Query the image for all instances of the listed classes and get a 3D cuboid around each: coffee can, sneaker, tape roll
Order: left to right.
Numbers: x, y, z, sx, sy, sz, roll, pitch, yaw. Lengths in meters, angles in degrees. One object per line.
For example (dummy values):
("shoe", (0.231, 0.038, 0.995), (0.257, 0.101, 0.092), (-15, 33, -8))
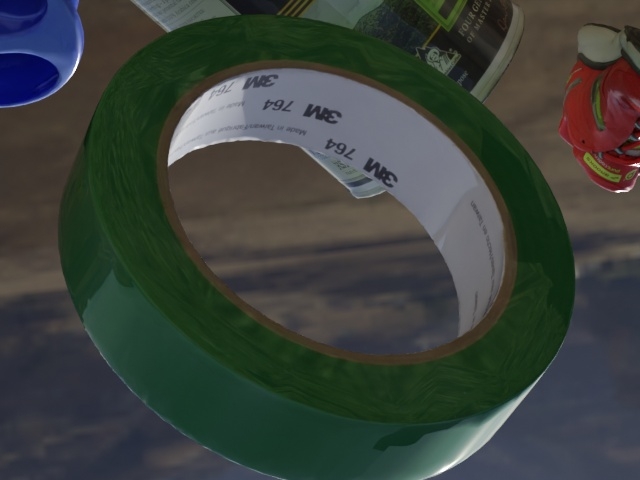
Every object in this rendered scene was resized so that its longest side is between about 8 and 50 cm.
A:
("coffee can", (-0.009, -0.195, 1.504), (0.275, 0.201, 0.201), (40, 155, -17))
("tape roll", (0.000, 0.000, 1.223), (0.321, 0.321, 0.077), (-3, 145, -30))
("sneaker", (0.243, -0.091, 1.466), (0.107, 0.118, 0.279), (21, -175, -6))

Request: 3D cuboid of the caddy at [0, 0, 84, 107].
("caddy", (-0.344, -0.219, 1.553), (0.341, 0.179, 0.241), (11, 147, 7))
